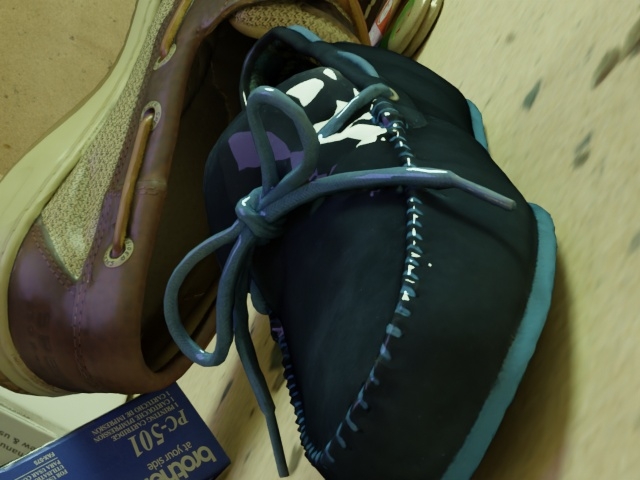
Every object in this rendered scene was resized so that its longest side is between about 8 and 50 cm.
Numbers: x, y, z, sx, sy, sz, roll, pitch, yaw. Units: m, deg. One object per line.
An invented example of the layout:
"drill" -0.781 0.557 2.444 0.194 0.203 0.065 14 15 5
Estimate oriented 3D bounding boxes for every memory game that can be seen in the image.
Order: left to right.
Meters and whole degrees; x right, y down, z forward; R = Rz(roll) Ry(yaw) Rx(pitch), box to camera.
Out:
"memory game" 0.029 -0.105 0.796 0.186 0.012 0.186 -58 12 19

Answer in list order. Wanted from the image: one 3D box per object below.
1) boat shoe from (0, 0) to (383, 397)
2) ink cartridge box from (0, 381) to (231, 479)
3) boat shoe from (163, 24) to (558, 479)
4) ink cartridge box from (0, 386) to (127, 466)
"boat shoe" -0.023 -0.073 0.698 0.123 0.123 0.342 2 49 43
"ink cartridge box" -0.125 0.141 0.682 0.097 0.046 0.207 -26 -16 -40
"boat shoe" 0.000 0.000 0.466 0.109 0.089 0.258 -59 11 11
"ink cartridge box" -0.240 0.153 1.055 0.306 0.131 0.226 -57 12 28
